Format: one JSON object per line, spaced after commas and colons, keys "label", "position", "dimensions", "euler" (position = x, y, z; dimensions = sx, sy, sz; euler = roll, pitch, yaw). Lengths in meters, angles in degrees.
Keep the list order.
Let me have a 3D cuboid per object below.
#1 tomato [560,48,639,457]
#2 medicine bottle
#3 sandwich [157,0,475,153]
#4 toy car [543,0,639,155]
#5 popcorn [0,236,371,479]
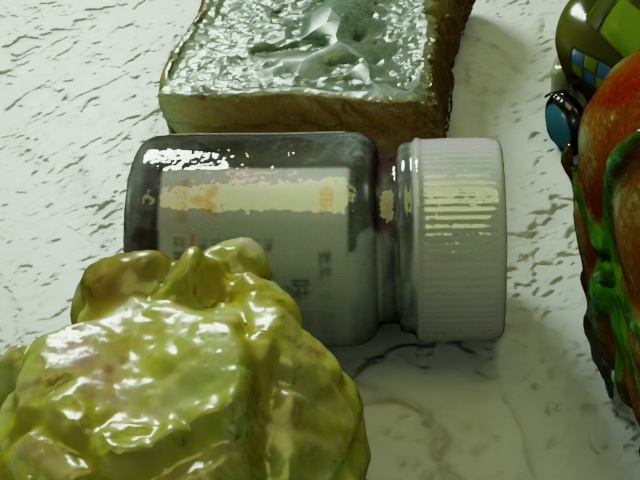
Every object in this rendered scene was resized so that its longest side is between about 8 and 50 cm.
{"label": "tomato", "position": [0.297, 0.006, 0.849], "dimensions": [0.238, 0.304, 0.304], "euler": [-11, 44, 1]}
{"label": "medicine bottle", "position": [0.000, 0.000, 0.975], "dimensions": [0.273, 0.165, 0.165], "euler": [0, 44, 5]}
{"label": "sandwich", "position": [0.004, -0.189, 1.217], "dimensions": [0.271, 0.099, 0.301], "euler": [5, 46, 11]}
{"label": "toy car", "position": [0.306, -0.155, 1.080], "dimensions": [0.204, 0.198, 0.248], "euler": [-20, 45, -14]}
{"label": "popcorn", "position": [-0.085, 0.130, 0.814], "dimensions": [0.259, 0.212, 0.259], "euler": [-4, 37, 3]}
